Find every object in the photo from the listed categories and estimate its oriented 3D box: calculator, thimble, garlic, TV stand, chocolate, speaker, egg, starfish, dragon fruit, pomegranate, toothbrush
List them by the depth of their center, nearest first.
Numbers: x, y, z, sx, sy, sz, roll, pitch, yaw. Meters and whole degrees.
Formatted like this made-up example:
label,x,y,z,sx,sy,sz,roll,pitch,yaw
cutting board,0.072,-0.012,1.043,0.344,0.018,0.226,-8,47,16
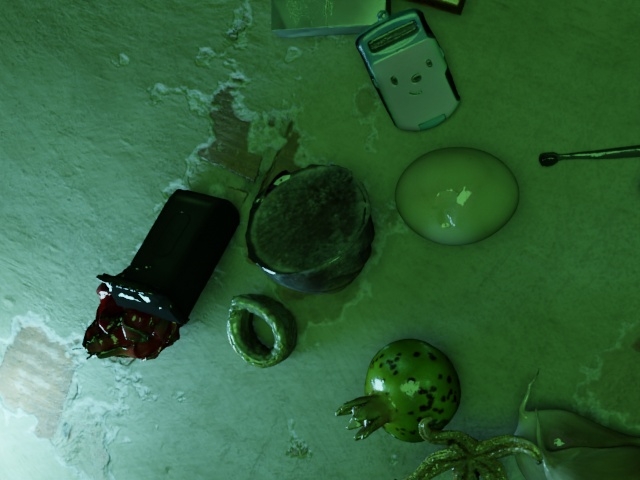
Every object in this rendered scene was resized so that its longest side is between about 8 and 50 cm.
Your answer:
label,x,y,z,sx,sy,sz,roll,pitch,yaw
garlic,0.561,0.482,1.786,0.340,0.231,0.245,30,102,4
egg,0.296,-0.096,1.821,0.269,0.219,0.219,-1,93,27
starfish,0.335,0.494,1.837,0.375,0.094,0.327,38,125,-24
toothbrush,0.636,-0.191,1.837,0.298,0.030,0.030,-4,118,12
pomegranate,0.179,0.362,1.856,0.231,0.231,0.286,45,68,7
calculator,0.199,-0.385,1.874,0.173,0.051,0.293,-23,111,14
speaker,-0.336,0.014,1.888,0.180,0.184,0.388,14,52,12
chocolate,0.000,0.000,1.899,0.303,0.213,0.303,-12,53,16
TV stand,0.024,-0.523,1.929,0.270,0.088,0.082,-1,93,12
thimble,-0.143,0.208,1.973,0.137,0.143,0.190,-35,85,13
dragon fruit,-0.461,0.187,1.994,0.293,0.234,0.233,-21,87,-25

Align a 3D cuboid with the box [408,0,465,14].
label,x,y,z,sx,sy,sz,roll,pitch,yaw
box,0.159,-0.693,1.876,0.416,0.116,0.264,20,98,10
